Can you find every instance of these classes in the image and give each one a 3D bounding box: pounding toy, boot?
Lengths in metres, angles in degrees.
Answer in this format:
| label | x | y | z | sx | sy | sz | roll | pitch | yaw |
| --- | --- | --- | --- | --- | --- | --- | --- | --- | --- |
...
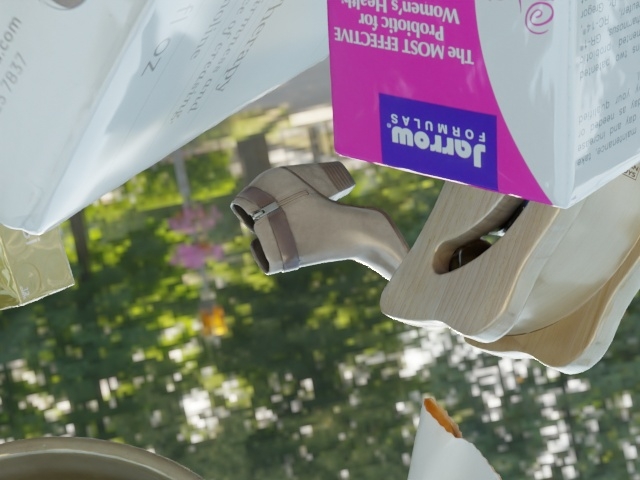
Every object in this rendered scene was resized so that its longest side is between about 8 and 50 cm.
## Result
| label | x | y | z | sx | sy | sz | roll | pitch | yaw |
| --- | --- | --- | --- | --- | --- | --- | --- | --- | --- |
| pounding toy | 0.103 | -0.070 | 0.770 | 0.155 | 0.269 | 0.154 | 21 | -166 | -32 |
| boot | 0.000 | 0.000 | 0.957 | 0.087 | 0.118 | 0.042 | -27 | 158 | -26 |

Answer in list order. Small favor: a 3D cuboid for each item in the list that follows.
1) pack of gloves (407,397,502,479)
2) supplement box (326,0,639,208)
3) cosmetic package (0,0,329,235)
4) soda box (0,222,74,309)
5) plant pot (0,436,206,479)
| label | x | y | z | sx | sy | sz | roll | pitch | yaw |
| --- | --- | --- | --- | --- | --- | --- | --- | --- | --- |
| pack of gloves | 0.061 | 0.225 | 0.695 | 0.046 | 0.232 | 0.195 | -7 | -146 | -25 |
| supplement box | 0.074 | -0.138 | 0.548 | 0.111 | 0.220 | 0.114 | 15 | -150 | 37 |
| cosmetic package | -0.120 | -0.276 | 0.883 | 0.329 | 0.327 | 0.394 | -54 | 172 | 33 |
| soda box | -0.231 | -0.043 | 1.005 | 0.058 | 0.181 | 0.061 | -13 | -174 | 31 |
| plant pot | -0.147 | 0.322 | 0.918 | 0.323 | 0.323 | 0.280 | -11 | 148 | 3 |
